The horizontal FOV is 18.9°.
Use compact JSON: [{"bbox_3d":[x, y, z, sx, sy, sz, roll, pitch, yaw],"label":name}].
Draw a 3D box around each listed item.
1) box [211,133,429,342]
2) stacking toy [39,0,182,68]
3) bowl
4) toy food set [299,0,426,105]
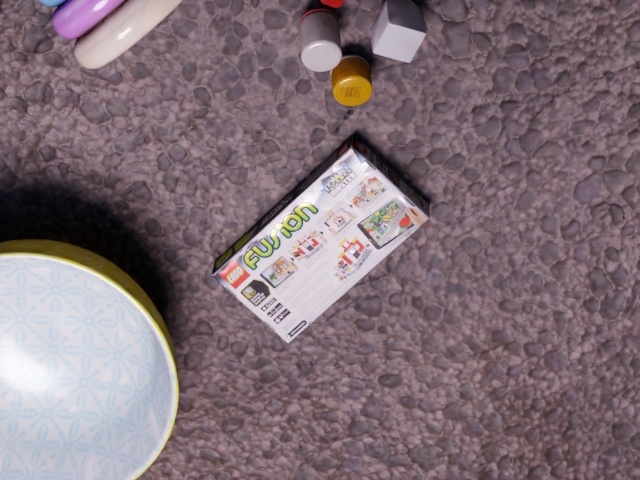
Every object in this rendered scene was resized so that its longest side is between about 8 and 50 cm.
[{"bbox_3d":[0.000,0.000,1.967,0.207,0.036,0.114,-42,106,19],"label":"box"},{"bbox_3d":[-0.271,-0.322,1.786,0.141,0.141,0.330,-37,104,18],"label":"stacking toy"},{"bbox_3d":[-0.281,0.112,1.966,0.289,0.156,0.289,1,114,2],"label":"bowl"},{"bbox_3d":[0.048,-0.248,1.836,0.111,0.104,0.232,13,134,-18],"label":"toy food set"}]
